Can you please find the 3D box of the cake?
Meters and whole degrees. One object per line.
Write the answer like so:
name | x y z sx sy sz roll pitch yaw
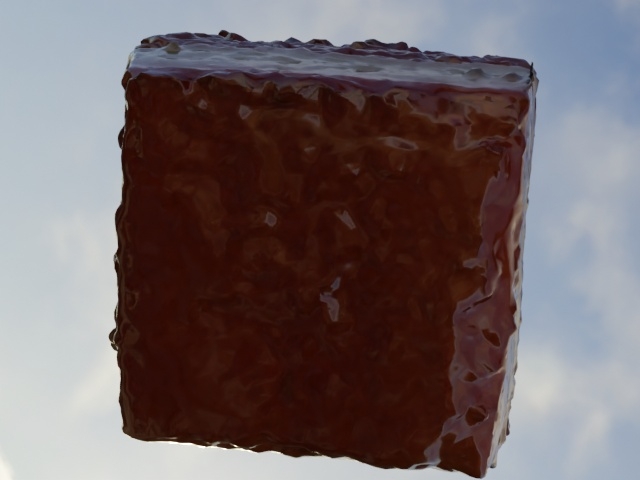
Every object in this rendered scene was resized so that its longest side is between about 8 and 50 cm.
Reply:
cake | 0.000 0.000 1.087 0.319 0.269 0.270 -60 154 -82
